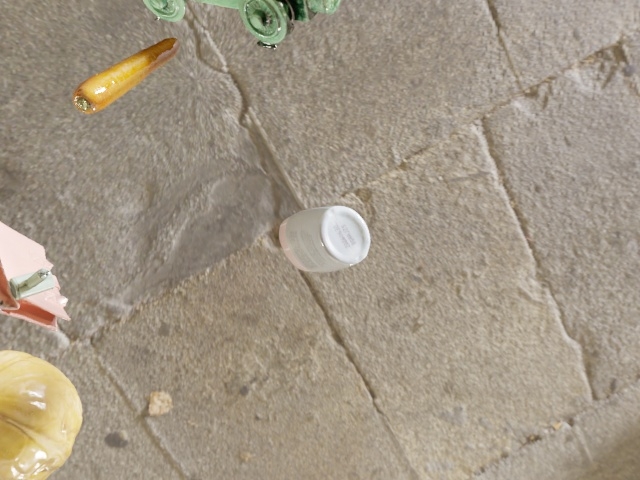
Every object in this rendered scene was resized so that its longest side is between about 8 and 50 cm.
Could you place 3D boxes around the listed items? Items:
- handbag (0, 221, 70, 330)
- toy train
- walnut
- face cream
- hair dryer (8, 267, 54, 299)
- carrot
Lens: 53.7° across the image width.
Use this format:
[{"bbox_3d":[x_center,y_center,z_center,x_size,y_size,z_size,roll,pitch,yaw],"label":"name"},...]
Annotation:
[{"bbox_3d":[-0.573,0.069,1.213,0.059,0.212,0.157,-40,146,3],"label":"handbag"},{"bbox_3d":[-0.153,-0.455,0.963,0.160,0.397,0.253,-55,152,-31],"label":"toy train"},{"bbox_3d":[-0.437,0.256,0.887,0.193,0.225,0.193,-2,67,4],"label":"walnut"},{"bbox_3d":[0.000,0.000,0.771,0.057,0.198,0.084,-30,96,-15],"label":"face cream"},{"bbox_3d":[-0.448,0.060,1.007,0.063,0.124,0.038,-21,88,-42],"label":"hair dryer"},{"bbox_3d":[-0.263,-0.238,0.887,0.043,0.248,0.043,12,127,16],"label":"carrot"}]
